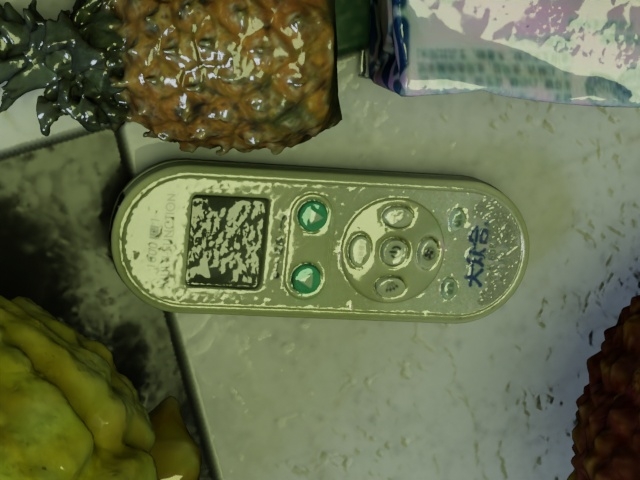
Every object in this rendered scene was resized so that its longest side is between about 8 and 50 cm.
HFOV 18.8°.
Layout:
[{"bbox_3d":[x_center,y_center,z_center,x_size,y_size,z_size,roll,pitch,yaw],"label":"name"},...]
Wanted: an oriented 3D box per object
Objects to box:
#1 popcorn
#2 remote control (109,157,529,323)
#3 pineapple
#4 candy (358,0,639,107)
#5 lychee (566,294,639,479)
[{"bbox_3d":[-0.185,0.134,0.883,0.270,0.258,0.224,-17,89,-5],"label":"popcorn"},{"bbox_3d":[0.000,0.000,1.002,0.221,0.042,0.078,3,103,-13],"label":"remote control"},{"bbox_3d":[-0.088,-0.093,0.934,0.197,0.108,0.108,0,103,0],"label":"pineapple"},{"bbox_3d":[0.105,-0.107,0.975,0.160,0.092,0.073,2,97,-12],"label":"candy"},{"bbox_3d":[0.240,0.112,0.977,0.271,0.236,0.236,-46,113,-36],"label":"lychee"}]
